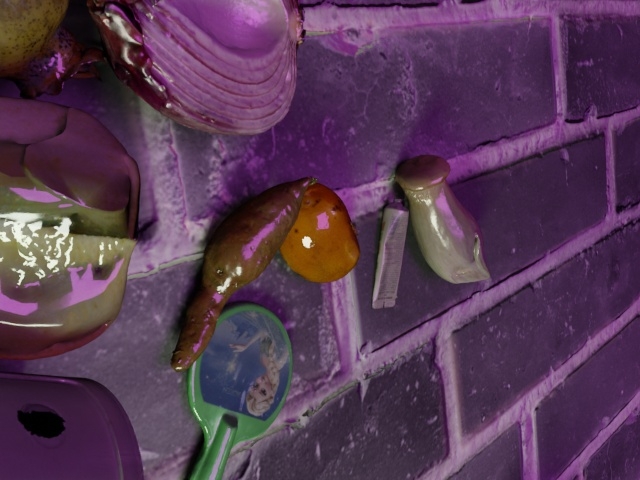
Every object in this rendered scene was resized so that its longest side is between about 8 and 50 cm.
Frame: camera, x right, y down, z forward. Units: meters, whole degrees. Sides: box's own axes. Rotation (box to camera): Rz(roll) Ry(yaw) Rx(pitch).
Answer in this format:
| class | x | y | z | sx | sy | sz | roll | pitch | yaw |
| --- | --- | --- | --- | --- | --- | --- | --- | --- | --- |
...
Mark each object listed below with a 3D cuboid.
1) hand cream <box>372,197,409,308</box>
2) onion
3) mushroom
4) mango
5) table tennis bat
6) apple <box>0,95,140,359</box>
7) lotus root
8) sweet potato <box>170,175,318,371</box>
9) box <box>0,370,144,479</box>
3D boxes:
| class | x | y | z | sx | sy | sz | roll | pitch | yaw |
| --- | --- | --- | --- | --- | --- | --- | --- | --- | --- |
| hand cream | 0.104 | 0.020 | 1.085 | 0.057 | 0.037 | 0.165 | 0 | 100 | -48 |
| onion | -0.140 | -0.219 | 0.719 | 0.284 | 0.120 | 0.227 | -2 | 92 | -56 |
| mushroom | 0.194 | -0.018 | 1.130 | 0.108 | 0.096 | 0.247 | -42 | 123 | -10 |
| mango | 0.002 | 0.000 | 0.926 | 0.105 | 0.084 | 0.159 | -55 | 130 | -22 |
| table tennis bat | -0.106 | 0.196 | 0.859 | 0.160 | 0.039 | 0.257 | 36 | 64 | -41 |
| apple | -0.248 | -0.011 | 0.588 | 0.189 | 0.174 | 0.207 | 5 | 92 | -28 |
| lotus root | -0.273 | -0.199 | 0.559 | 0.278 | 0.154 | 0.154 | 52 | 57 | -38 |
| sweet potato | -0.100 | 0.024 | 0.829 | 0.075 | 0.075 | 0.269 | 45 | 71 | -40 |
| box | -0.258 | 0.211 | 0.547 | 0.149 | 0.226 | 0.226 | 18 | 80 | -47 |
